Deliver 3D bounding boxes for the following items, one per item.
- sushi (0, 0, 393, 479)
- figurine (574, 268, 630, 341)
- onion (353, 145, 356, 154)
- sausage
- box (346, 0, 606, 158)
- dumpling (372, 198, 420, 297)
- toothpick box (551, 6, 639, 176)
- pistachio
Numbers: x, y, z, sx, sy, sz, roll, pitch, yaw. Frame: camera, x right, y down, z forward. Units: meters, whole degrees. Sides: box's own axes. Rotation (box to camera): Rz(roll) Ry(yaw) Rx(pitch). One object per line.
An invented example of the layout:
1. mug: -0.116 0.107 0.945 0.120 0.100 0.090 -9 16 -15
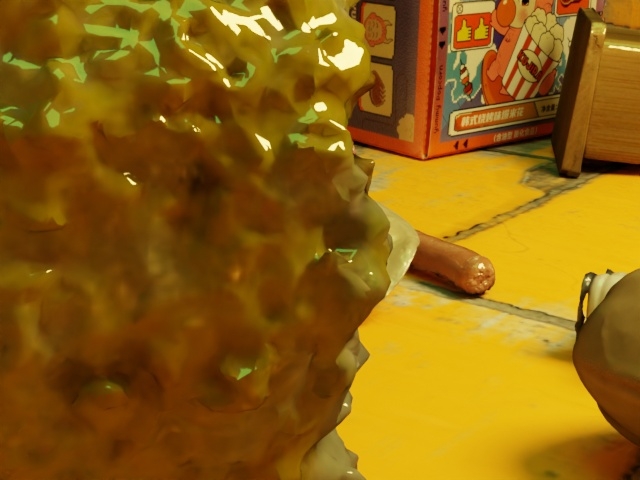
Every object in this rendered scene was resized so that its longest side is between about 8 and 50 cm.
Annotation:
1. sushi: -0.114 -0.013 0.582 0.240 0.352 0.396 -3 16 -14
2. figurine: 0.311 0.053 0.829 0.245 0.110 0.138 5 4 37
3. onion: -0.023 -0.064 1.161 0.131 0.131 0.131 1 17 0
4. sausage: 0.095 0.013 1.057 0.042 0.036 0.158 2 12 -40
5. box: 0.185 -0.305 1.629 0.348 0.319 0.256 -13 21 -41
6. dumpling: 0.000 0.000 0.993 0.150 0.093 0.176 -7 18 -21
7. toothpick box: 0.458 -0.170 1.463 0.308 0.190 0.187 8 17 4
8. pistachio: 0.262 0.080 0.692 0.225 0.136 0.136 9 18 15
